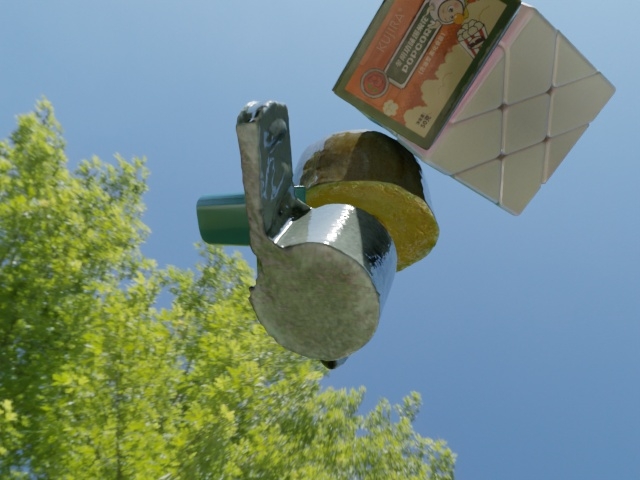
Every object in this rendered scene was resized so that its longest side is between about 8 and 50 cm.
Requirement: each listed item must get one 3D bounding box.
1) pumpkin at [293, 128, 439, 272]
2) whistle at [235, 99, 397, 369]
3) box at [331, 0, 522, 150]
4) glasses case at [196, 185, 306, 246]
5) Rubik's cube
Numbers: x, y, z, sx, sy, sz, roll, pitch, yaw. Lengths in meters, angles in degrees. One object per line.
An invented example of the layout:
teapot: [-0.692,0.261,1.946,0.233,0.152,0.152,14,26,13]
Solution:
pumpkin: [0.090,-0.087,1.396,0.332,0.332,0.199,9,-127,4]
whistle: [-0.031,0.000,0.954,0.188,0.168,0.404,-31,-79,25]
box: [0.130,-0.237,0.812,0.148,0.177,0.195,33,-73,4]
glasses case: [-0.145,-0.043,1.281,0.070,0.301,0.117,-4,-88,-42]
Rubik's cube: [0.310,-0.290,1.281,0.318,0.322,0.316,-56,-139,15]
